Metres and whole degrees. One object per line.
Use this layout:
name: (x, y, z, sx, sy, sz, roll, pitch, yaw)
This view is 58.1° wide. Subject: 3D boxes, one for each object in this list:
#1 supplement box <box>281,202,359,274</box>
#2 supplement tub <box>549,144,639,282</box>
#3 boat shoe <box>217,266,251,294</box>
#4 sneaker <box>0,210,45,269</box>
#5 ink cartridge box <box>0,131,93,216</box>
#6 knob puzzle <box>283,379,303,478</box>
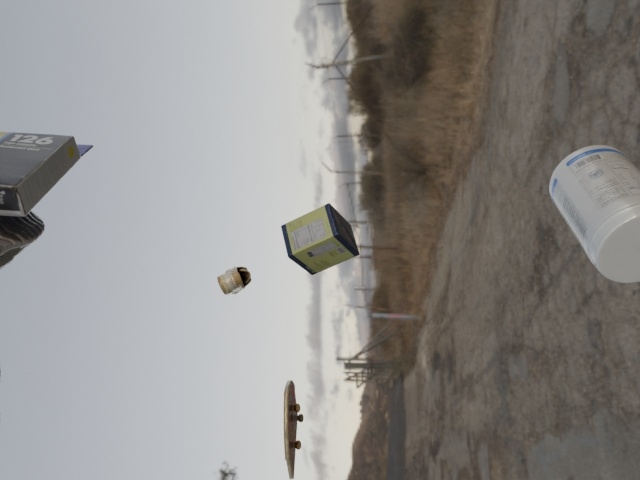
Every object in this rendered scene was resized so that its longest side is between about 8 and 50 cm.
supplement box: (0.000, 0.000, 0.859, 0.083, 0.083, 0.056, 42, -152, -55)
supplement tub: (0.237, -0.025, 0.470, 0.107, 0.071, 0.071, -92, -2, -52)
boat shoe: (-0.189, 0.090, 1.336, 0.170, 0.059, 0.063, -59, -55, -85)
sneaker: (-0.580, 0.018, 0.969, 0.105, 0.115, 0.281, 43, -156, -10)
ink cartridge box: (-0.605, -0.144, 1.011, 0.307, 0.304, 0.072, -89, 1, -58)
knob puzzle: (-0.058, 0.397, 1.274, 0.213, 0.030, 0.213, -2, -90, -86)
